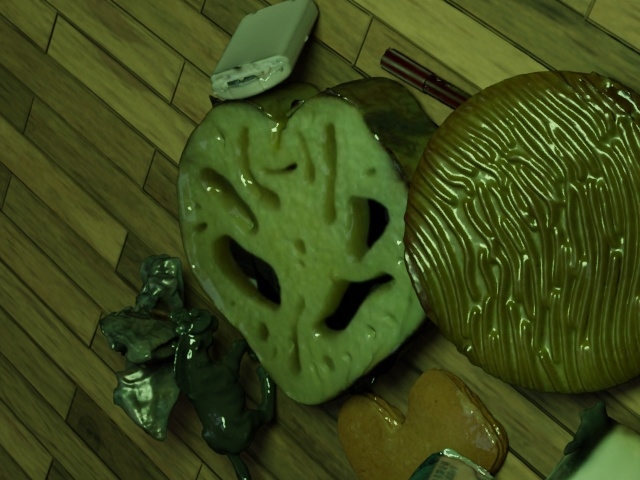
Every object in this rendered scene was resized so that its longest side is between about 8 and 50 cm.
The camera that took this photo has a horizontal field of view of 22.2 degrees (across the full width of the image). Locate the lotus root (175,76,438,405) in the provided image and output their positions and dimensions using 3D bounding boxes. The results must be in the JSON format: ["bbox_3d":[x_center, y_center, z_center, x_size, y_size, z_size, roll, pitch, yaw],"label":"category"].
[{"bbox_3d":[0.000,0.000,1.807,0.390,0.111,0.375,16,108,38],"label":"lotus root"}]

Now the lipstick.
[{"bbox_3d":[0.133,-0.154,1.711,0.176,0.027,0.027,35,119,33],"label":"lipstick"}]

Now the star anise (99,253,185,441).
[{"bbox_3d":[-0.214,0.117,1.967,0.257,0.111,0.198,-100,19,-62],"label":"star anise"}]

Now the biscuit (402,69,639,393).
[{"bbox_3d":[0.226,-0.006,1.571,0.318,0.040,0.318,4,99,26],"label":"biscuit"}]

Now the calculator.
[{"bbox_3d":[-0.061,-0.215,1.806,0.100,0.175,0.032,-13,123,27],"label":"calculator"}]

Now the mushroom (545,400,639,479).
[{"bbox_3d":[0.260,0.405,1.574,0.314,0.224,0.397,39,136,11],"label":"mushroom"}]

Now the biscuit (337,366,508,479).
[{"bbox_3d":[0.102,0.215,1.784,0.186,0.036,0.192,55,127,26],"label":"biscuit"}]

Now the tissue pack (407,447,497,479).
[{"bbox_3d":[0.065,0.385,1.638,0.103,0.315,0.228,30,127,5],"label":"tissue pack"}]

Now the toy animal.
[{"bbox_3d":[-0.120,0.180,1.905,0.084,0.148,0.232,-11,102,28],"label":"toy animal"}]
